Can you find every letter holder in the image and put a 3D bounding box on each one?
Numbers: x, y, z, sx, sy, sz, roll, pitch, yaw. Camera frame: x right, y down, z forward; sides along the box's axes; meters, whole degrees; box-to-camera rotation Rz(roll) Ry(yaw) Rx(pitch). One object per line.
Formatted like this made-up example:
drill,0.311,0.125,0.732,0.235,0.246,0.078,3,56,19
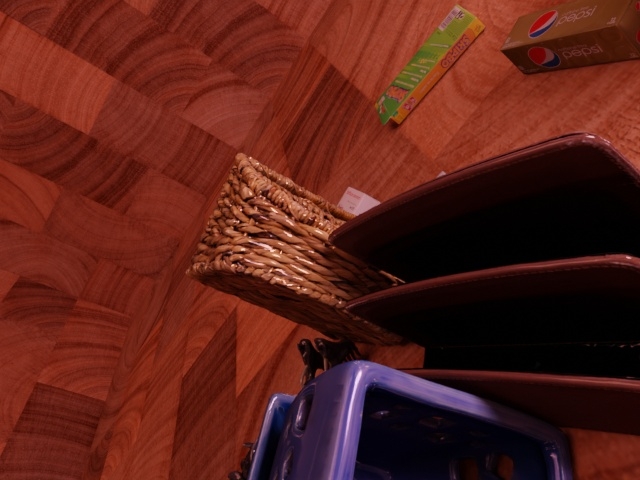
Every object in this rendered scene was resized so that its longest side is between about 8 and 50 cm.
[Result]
letter holder,0.142,0.061,0.400,0.302,0.215,0.151,-22,45,54

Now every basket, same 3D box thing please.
basket,0.000,0.000,0.637,0.214,0.299,0.222,-17,49,59

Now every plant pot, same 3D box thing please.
plant pot,0.048,0.252,0.372,0.212,0.236,0.235,-35,36,54

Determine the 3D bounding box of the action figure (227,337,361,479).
action figure,-0.017,0.265,0.595,0.164,0.141,0.275,-34,21,43

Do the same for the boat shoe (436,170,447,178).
boat shoe,0.186,-0.026,0.600,0.083,0.065,0.183,-56,19,18

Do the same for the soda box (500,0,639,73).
soda box,0.327,-0.266,0.571,0.058,0.061,0.181,-60,24,1

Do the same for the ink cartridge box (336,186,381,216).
ink cartridge box,0.059,-0.037,0.865,0.122,0.052,0.088,-58,24,4

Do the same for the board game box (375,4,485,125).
board game box,0.214,-0.355,0.920,0.259,0.039,0.124,-45,28,27
